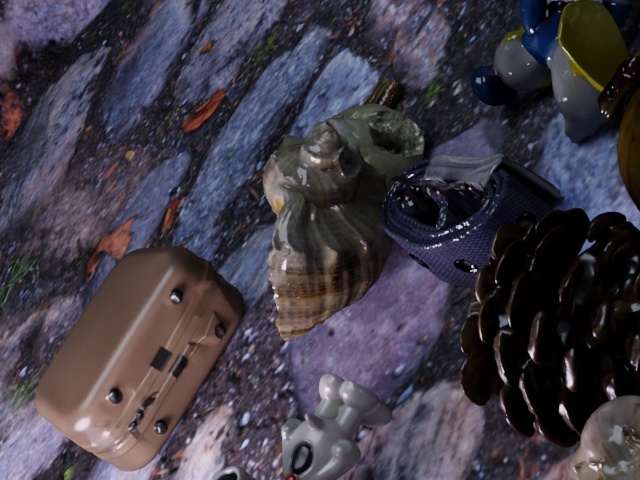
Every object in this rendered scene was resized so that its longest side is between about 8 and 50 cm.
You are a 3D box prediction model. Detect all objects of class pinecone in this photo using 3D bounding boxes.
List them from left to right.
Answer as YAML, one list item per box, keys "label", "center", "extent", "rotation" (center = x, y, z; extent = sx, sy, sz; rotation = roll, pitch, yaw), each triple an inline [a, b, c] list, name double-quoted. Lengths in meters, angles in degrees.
- label: "pinecone"
  center: [0.250, 0.083, 1.587]
  extent: [0.272, 0.224, 0.224]
  rotation: [9, 64, 52]

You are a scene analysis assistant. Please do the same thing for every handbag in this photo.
- label: "handbag"
  center: [-0.267, 0.154, 2.386]
  extent: [0.283, 0.149, 0.302]
  rotation: [8, 64, 57]

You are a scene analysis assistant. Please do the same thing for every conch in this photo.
- label: "conch"
  center: [0.016, -0.004, 2.093]
  extent: [0.159, 0.291, 0.210]
  rotation: [-5, 34, 1]

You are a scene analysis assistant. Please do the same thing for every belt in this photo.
- label: "belt"
  center: [0.161, -0.032, 1.967]
  extent: [0.140, 0.126, 0.230]
  rotation: [-60, 26, -13]

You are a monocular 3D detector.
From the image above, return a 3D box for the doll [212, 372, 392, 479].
- label: "doll"
  center: [-0.045, 0.280, 1.912]
  extent: [0.208, 0.144, 0.271]
  rotation: [-1, 55, 31]

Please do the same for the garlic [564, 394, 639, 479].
- label: "garlic"
  center: [0.298, 0.234, 1.396]
  extent: [0.245, 0.160, 0.245]
  rotation: [-19, 60, 36]

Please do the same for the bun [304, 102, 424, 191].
- label: "bun"
  center: [0.039, -0.098, 2.242]
  extent: [0.193, 0.128, 0.178]
  rotation: [-37, 29, 22]

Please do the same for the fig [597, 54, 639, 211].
- label: "fig"
  center: [0.391, -0.099, 1.618]
  extent: [0.235, 0.214, 0.235]
  rotation: [-16, 34, 11]

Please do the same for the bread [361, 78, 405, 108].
- label: "bread"
  center: [0.078, -0.187, 2.394]
  extent: [0.083, 0.036, 0.047]
  rotation: [-56, 24, -15]

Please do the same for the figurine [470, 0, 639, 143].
- label: "figurine"
  center: [0.268, -0.250, 2.015]
  extent: [0.338, 0.204, 0.283]
  rotation: [-30, 57, 59]
